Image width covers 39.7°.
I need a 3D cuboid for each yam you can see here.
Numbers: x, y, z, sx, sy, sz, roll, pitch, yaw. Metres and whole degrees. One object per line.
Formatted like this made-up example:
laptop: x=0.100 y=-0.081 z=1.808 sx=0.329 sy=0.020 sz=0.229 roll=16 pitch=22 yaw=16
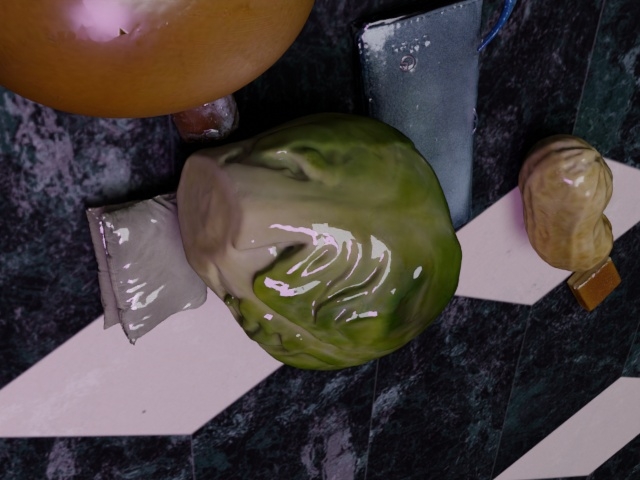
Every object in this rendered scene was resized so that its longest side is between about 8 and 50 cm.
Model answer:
yam: x=-0.137 y=-0.175 z=0.964 sx=0.079 sy=0.079 sz=0.141 roll=-29 pitch=134 yaw=-14

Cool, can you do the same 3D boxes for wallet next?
wallet: x=0.138 y=-0.145 z=1.202 sx=0.190 sy=0.046 sz=0.379 roll=-24 pitch=133 yaw=-20

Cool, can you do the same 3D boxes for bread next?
bread: x=0.508 y=0.076 z=1.643 sx=0.090 sy=0.035 sz=0.094 roll=-43 pitch=136 yaw=1

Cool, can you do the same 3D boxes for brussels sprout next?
brussels sprout: x=0.001 y=-0.006 z=1.047 sx=0.354 sy=0.282 sz=0.289 roll=14 pitch=145 yaw=-38

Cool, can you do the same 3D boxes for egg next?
egg: x=-0.163 y=-0.245 z=0.742 sx=0.351 sy=0.282 sz=0.283 roll=-10 pitch=127 yaw=-34

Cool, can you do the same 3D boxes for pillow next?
pillow: x=-0.205 y=0.022 z=1.068 sx=0.134 sy=0.078 sz=0.181 roll=-21 pitch=126 yaw=-27

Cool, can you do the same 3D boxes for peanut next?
peanut: x=0.391 y=-0.049 z=1.394 sx=0.147 sy=0.147 sz=0.306 roll=-33 pitch=139 yaw=-10

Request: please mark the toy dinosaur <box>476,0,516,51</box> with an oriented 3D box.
toy dinosaur: x=0.264 y=-0.398 z=1.074 sx=0.144 sy=0.076 sz=0.329 roll=-12 pitch=121 yaw=-21
